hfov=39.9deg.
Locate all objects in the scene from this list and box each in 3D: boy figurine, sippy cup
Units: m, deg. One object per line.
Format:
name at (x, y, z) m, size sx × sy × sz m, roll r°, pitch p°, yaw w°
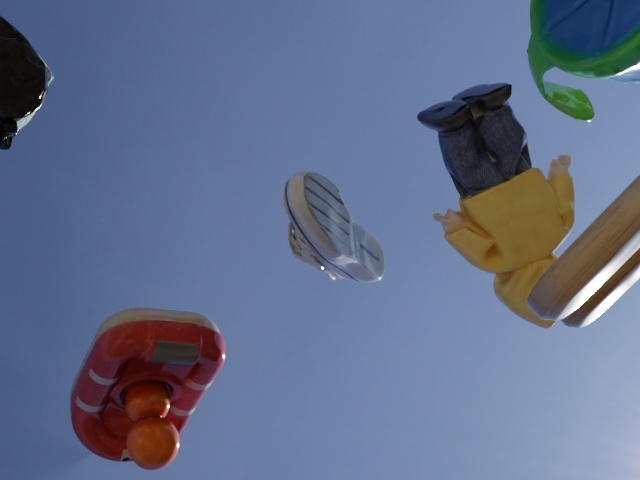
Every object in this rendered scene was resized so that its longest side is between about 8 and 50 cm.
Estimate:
boy figurine at (0.217, -0.035, 1.000) m, size 0.177 × 0.092 × 0.285 m, roll -31°, pitch -71°, yaw -13°
sippy cup at (0.401, -0.269, 1.012) m, size 0.224 × 0.305 × 0.240 m, roll 17°, pitch -98°, yaw -30°

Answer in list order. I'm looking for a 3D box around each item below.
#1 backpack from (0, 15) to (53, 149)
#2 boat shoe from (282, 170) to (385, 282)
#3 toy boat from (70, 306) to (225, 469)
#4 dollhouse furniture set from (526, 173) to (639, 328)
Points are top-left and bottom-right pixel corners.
backpack at (-0.366, -0.170, 0.962) m, size 0.115 × 0.182 × 0.152 m, roll -45°, pitch -79°, yaw -25°
boat shoe at (0.000, 0.000, 0.986) m, size 0.075 × 0.226 × 0.083 m, roll -11°, pitch -121°, yaw 22°
toy boat at (-0.198, 0.191, 1.008) m, size 0.151 × 0.231 × 0.151 m, roll 8°, pitch -133°, yaw -27°
dollhouse furniture set at (0.222, 0.138, 0.366) m, size 0.256 × 0.394 × 0.362 m, roll -47°, pitch -112°, yaw 10°
